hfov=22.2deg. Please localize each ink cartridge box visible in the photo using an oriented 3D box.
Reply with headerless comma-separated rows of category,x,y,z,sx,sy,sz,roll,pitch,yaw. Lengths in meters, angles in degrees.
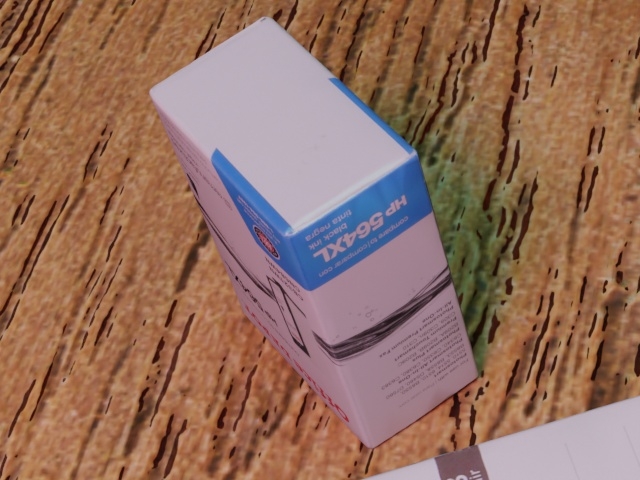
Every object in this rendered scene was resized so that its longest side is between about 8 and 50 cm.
ink cartridge box,0.000,0.000,0.914,0.086,0.203,0.148,-34,49,-13

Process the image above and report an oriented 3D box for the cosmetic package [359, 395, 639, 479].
cosmetic package,0.032,0.233,0.730,0.385,0.156,0.217,-17,50,-2
